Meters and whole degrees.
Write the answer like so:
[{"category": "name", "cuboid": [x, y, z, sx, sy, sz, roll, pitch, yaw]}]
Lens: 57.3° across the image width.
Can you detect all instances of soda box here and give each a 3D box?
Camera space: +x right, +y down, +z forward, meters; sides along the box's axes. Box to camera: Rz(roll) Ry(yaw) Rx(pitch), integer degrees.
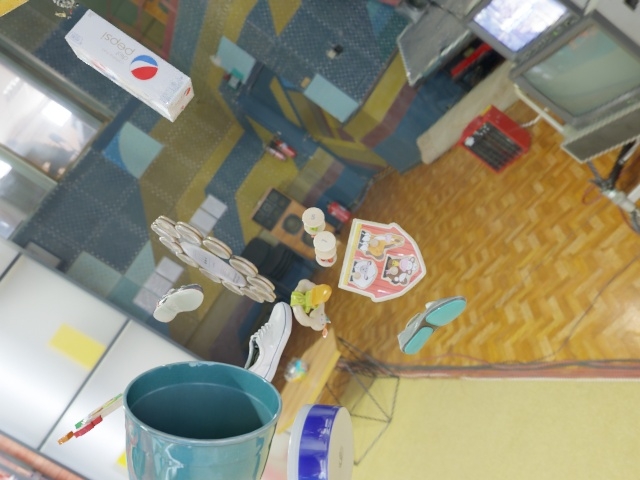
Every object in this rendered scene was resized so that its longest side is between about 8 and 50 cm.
[{"category": "soda box", "cuboid": [-0.332, -0.305, 1.032, 0.069, 0.216, 0.074, -55, -1, -11]}]

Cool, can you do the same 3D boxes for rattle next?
[{"category": "rattle", "cuboid": [0.018, 0.195, 1.642, 0.143, 0.199, 0.130, -22, 29, 22]}]

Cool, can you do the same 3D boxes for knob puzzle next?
[{"category": "knob puzzle", "cuboid": [0.151, 0.052, 1.372, 0.213, 0.213, 0.030, -55, -11, 6]}]

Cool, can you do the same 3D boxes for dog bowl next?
[{"category": "dog bowl", "cuboid": [0.006, 0.561, 1.517, 0.265, 0.104, 0.265, -3, -90, -73]}]

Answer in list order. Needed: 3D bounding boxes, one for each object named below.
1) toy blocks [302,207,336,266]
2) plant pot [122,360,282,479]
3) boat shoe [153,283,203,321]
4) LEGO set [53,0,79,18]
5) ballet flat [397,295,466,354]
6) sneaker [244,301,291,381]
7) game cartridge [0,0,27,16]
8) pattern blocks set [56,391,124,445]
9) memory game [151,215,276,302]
[{"category": "toy blocks", "cuboid": [0.000, 0.000, 1.460, 0.054, 0.123, 0.148, -22, -22, -6]}, {"category": "plant pot", "cuboid": [-0.220, 0.391, 1.042, 0.271, 0.272, 0.255, -101, 20, -76]}, {"category": "boat shoe", "cuboid": [-0.247, 0.102, 1.030, 0.137, 0.049, 0.043, -32, 29, 40]}, {"category": "LEGO set", "cuboid": [-0.547, -0.503, 1.258, 0.083, 0.054, 0.023, 119, 146, -63]}, {"category": "ballet flat", "cuboid": [0.253, 0.183, 1.375, 0.213, 0.072, 0.068, -51, 33, 28]}, {"category": "sneaker", "cuboid": [-0.159, 0.299, 1.765, 0.094, 0.091, 0.258, -17, 51, 48]}, {"category": "game cartridge", "cuboid": [-0.771, -0.625, 1.228, 0.285, 0.323, 0.052, -4, 53, 37]}, {"category": "pattern blocks set", "cuboid": [-0.616, 0.484, 1.679, 0.285, 0.026, 0.325, -33, 1, -41]}, {"category": "memory game", "cuboid": [-0.135, 0.026, 0.750, 0.012, 0.186, 0.186, -59, 10, -20]}]
